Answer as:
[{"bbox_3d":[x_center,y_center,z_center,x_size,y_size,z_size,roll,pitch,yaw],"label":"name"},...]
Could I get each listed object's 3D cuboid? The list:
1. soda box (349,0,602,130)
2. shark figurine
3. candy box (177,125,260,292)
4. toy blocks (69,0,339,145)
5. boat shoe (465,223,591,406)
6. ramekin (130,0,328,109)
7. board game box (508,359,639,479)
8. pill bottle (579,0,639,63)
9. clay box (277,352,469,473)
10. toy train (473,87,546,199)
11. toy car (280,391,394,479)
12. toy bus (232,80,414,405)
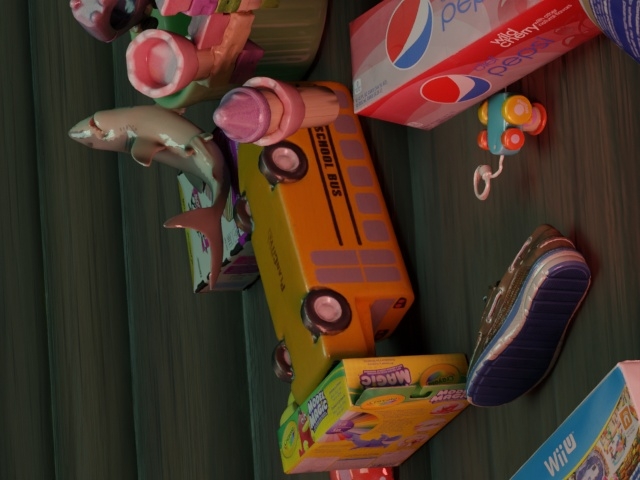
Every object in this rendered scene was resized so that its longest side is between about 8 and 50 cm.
[{"bbox_3d":[0.132,-0.179,1.476,0.263,0.083,0.092,-29,58,50],"label":"soda box"},{"bbox_3d":[-0.149,-0.075,2.083,0.278,0.166,0.116,44,158,38],"label":"shark figurine"},{"bbox_3d":[-0.095,-0.047,2.132,0.233,0.071,0.159,135,129,-61],"label":"candy box"},{"bbox_3d":[-0.119,-0.268,1.716,0.309,0.260,0.289,31,112,23],"label":"toy blocks"},{"bbox_3d":[0.171,0.064,1.528,0.183,0.066,0.066,-61,32,35],"label":"boat shoe"},{"bbox_3d":[-0.105,-0.299,2.029,0.303,0.148,0.303,178,90,-68],"label":"ramekin"},{"bbox_3d":[0.251,0.269,1.306,0.224,0.097,0.303,120,142,-52],"label":"board game box"},{"bbox_3d":[0.280,-0.141,1.121,0.265,0.153,0.153,-126,40,-52],"label":"pill bottle"},{"bbox_3d":[0.055,0.161,1.721,0.222,0.127,0.053,128,136,-56],"label":"clay box"},{"bbox_3d":[0.150,-0.122,1.577,0.125,0.046,0.166,113,149,-48],"label":"toy train"},{"bbox_3d":[0.003,0.282,1.950,0.239,0.053,0.225,-141,53,-61],"label":"toy car"},{"bbox_3d":[0.000,0.000,1.831,0.108,0.130,0.333,120,141,-50],"label":"toy bus"}]
